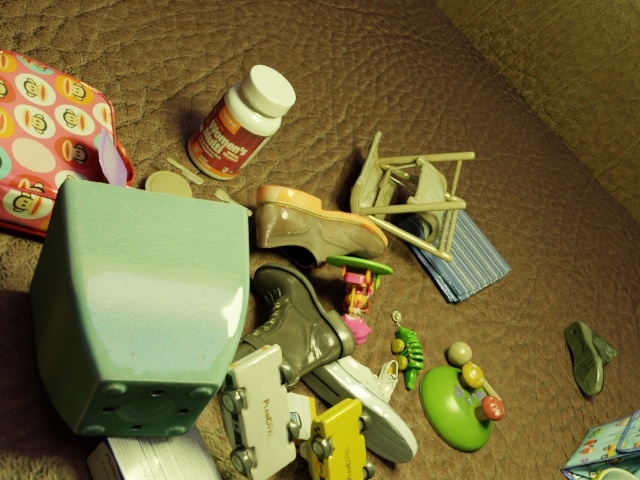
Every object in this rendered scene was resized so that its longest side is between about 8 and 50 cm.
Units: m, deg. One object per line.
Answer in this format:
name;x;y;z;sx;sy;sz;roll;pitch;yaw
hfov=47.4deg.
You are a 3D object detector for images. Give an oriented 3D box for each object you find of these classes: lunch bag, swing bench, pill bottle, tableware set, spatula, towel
lunch bag;0.711;0.454;1.589;0.221;0.293;0.138;-19;71;-53
swing bench;0.210;-0.108;1.702;0.255;0.165;0.253;13;38;9
pill bottle;-0.152;-0.226;1.407;0.121;0.221;0.121;27;40;-25
tableware set;-0.232;-0.053;1.320;0.194;0.039;0.128;34;49;-9
lunch bag;-0.417;-0.141;1.139;0.258;0.120;0.293;18;44;-35
spatula;-0.268;-0.054;1.170;0.296;0.030;0.084;52;22;-42
towel;0.343;0.026;1.849;0.336;0.040;0.243;-16;66;-53

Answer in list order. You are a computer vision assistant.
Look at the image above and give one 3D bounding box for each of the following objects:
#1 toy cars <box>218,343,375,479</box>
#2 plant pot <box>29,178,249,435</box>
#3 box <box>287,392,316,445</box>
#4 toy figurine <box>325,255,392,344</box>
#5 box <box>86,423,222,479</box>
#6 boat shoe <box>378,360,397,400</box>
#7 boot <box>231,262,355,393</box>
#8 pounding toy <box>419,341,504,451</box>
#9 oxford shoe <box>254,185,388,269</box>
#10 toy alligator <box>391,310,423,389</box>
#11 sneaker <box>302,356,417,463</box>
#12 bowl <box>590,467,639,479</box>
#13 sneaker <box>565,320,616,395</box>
toy cars;-0.040;0.280;1.067;0.394;0.087;0.176;42;71;-43
plant pot;-0.230;0.110;0.943;0.247;0.247;0.252;7;49;-28
box;-0.067;0.282;1.178;0.136;0.028;0.081;20;43;-29
toy figurine;0.061;0.125;1.393;0.130;0.173;0.159;10;80;9
box;-0.215;0.309;0.958;0.137;0.072;0.126;-6;59;-49
boat shoe;0.129;0.267;1.387;0.035;0.035;0.100;40;36;-11
boot;-0.093;0.153;1.206;0.229;0.091;0.263;-23;49;-37
pounding toy;0.313;0.305;1.478;0.183;0.110;0.237;48;36;1
oxford shoe;0.000;0.000;1.471;0.364;0.130;0.132;19;76;-43
toy alligator;0.180;0.210;1.480;0.056;0.051;0.189;24;42;-30
sneaker;0.080;0.274;1.278;0.258;0.094;0.091;46;40;0
bowl;0.569;0.608;1.413;0.290;0.156;0.289;28;40;-26
sneaker;0.724;0.321;1.909;0.130;0.087;0.227;28;34;-15
